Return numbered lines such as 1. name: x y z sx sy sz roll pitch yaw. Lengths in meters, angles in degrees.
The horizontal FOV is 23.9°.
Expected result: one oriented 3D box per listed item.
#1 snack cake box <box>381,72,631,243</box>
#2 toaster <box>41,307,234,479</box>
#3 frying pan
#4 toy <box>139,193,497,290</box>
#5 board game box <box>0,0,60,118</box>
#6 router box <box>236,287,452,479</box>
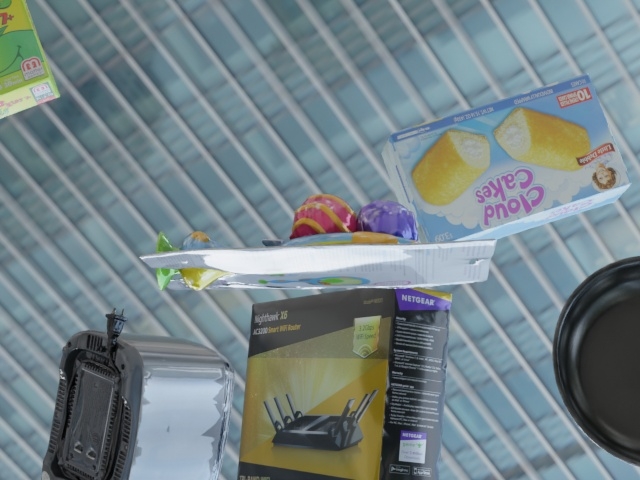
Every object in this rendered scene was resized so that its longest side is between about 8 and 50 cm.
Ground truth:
1. snack cake box: 0.225 -0.087 1.848 0.264 0.152 0.089 -18 168 -10
2. toaster: -0.177 0.177 1.493 0.129 0.146 0.227 14 -84 44
3. frying pan: 0.329 0.056 1.372 0.326 0.197 0.053 -63 177 -19
4. toy: 0.000 0.000 1.067 0.237 0.056 0.137 -5 168 2
5. board game box: -0.332 -0.209 1.500 0.092 0.043 0.181 -21 -113 -3
6. router box: 0.019 0.182 1.670 0.309 0.081 0.243 -13 -110 58
